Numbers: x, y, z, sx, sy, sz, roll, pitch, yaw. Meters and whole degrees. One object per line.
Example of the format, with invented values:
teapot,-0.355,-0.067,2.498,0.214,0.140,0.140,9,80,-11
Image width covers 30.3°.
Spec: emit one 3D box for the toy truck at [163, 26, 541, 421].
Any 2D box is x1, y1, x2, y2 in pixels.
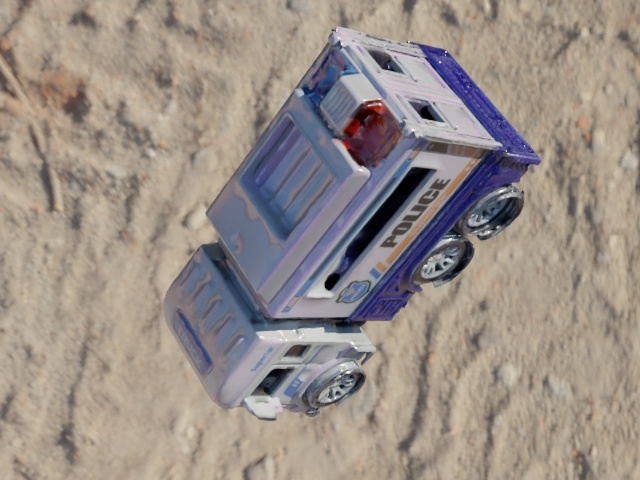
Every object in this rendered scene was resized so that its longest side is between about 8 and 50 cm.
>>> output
toy truck,0.000,0.000,0.779,0.268,0.155,0.124,-51,57,26
